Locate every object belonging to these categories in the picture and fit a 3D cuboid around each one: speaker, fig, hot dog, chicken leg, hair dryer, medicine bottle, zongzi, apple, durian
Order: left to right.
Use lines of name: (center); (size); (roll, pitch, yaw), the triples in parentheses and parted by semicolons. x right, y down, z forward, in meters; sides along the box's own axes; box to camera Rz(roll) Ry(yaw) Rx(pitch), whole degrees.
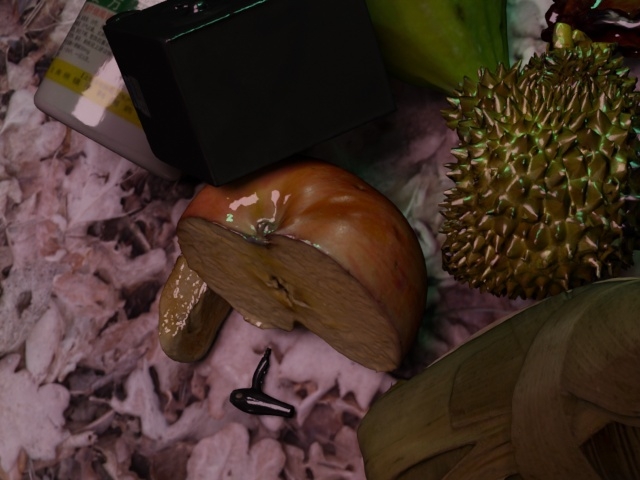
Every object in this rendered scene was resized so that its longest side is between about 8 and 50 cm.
medicine bottle: (-0.189, -0.265, 1.679); (0.208, 0.208, 0.340); (28, 89, 31)
hot dog: (-0.129, 0.032, 1.632); (0.073, 0.084, 0.243); (30, 90, 35)
speaker: (-0.083, -0.198, 1.484); (0.232, 0.184, 0.254); (-25, 21, -17)
hair dryer: (-0.062, 0.167, 1.591); (0.079, 0.031, 0.083); (10, 71, 18)
apple: (0.000, 0.000, 1.482); (0.292, 0.251, 0.163); (18, 61, 30)
fig: (0.118, -0.282, 1.516); (0.233, 0.233, 0.314); (-33, 56, 14)
zongzi: (0.145, 0.155, 1.233); (0.499, 0.467, 0.218); (-21, 67, 21)
durian: (0.237, -0.069, 1.387); (0.258, 0.258, 0.293); (-5, 42, 26)
chicken leg: (0.434, -0.274, 1.439); (0.406, 0.096, 0.158); (-19, 48, 18)
